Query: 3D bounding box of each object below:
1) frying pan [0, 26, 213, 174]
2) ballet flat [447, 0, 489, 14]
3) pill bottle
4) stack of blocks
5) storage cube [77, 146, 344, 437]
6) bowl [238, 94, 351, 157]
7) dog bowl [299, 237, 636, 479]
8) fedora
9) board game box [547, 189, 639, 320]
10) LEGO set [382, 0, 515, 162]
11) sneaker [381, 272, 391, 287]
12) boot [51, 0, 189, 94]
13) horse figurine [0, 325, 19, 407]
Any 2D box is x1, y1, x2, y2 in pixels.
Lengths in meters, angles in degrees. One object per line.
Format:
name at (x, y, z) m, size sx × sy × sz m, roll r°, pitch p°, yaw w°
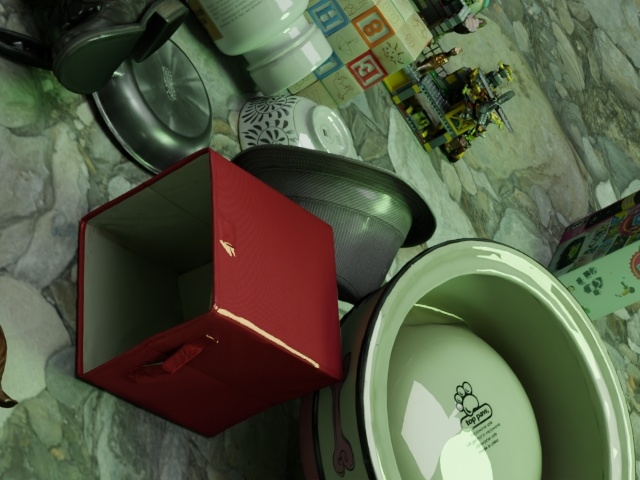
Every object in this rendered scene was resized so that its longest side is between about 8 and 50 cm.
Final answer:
frying pan at (-0.223, -0.197, 1.762) m, size 0.326 × 0.053 × 0.197 m, roll 42°, pitch 35°, yaw -36°
ballet flat at (0.157, -0.512, 2.526) m, size 0.147 × 0.147 × 0.409 m, roll 27°, pitch 43°, yaw -45°
pill bottle at (-0.089, -0.296, 1.950) m, size 0.229 × 0.131 × 0.131 m, roll 56°, pitch 31°, yaw -14°
stack of blocks at (-0.017, -0.322, 2.041) m, size 0.297 × 0.171 × 0.087 m, roll 54°, pitch 32°, yaw -12°
storage cube at (-0.108, 0.055, 1.599) m, size 0.193 × 0.184 × 0.215 m, roll 33°, pitch 42°, yaw -41°
bowl at (-0.015, -0.115, 1.972) m, size 0.170 × 0.080 × 0.170 m, roll 35°, pitch 41°, yaw -38°
dog bowl at (0.148, 0.212, 1.708) m, size 0.408 × 0.150 × 0.408 m, roll 16°, pitch 65°, yaw -37°
fedora at (0.000, 0.000, 1.788) m, size 0.275 × 0.244 × 0.124 m, roll 107°, pitch -3°, yaw -77°
board game box at (0.501, -0.004, 2.442) m, size 0.097 × 0.303 × 0.224 m, roll 55°, pitch 31°, yaw -12°
LEGO set at (0.189, -0.296, 2.308) m, size 0.331 × 0.192 × 0.255 m, roll 60°, pitch 31°, yaw -5°
sneaker at (0.048, 0.011, 1.996) m, size 0.134 × 0.051 × 0.070 m, roll 44°, pitch 41°, yaw -22°
boot at (-0.274, -0.273, 1.678) m, size 0.229 × 0.091 × 0.263 m, roll 43°, pitch 26°, yaw 1°
horse figurine at (-0.353, 0.037, 1.363) m, size 0.263 × 0.066 × 0.174 m, roll 45°, pitch 41°, yaw -23°
